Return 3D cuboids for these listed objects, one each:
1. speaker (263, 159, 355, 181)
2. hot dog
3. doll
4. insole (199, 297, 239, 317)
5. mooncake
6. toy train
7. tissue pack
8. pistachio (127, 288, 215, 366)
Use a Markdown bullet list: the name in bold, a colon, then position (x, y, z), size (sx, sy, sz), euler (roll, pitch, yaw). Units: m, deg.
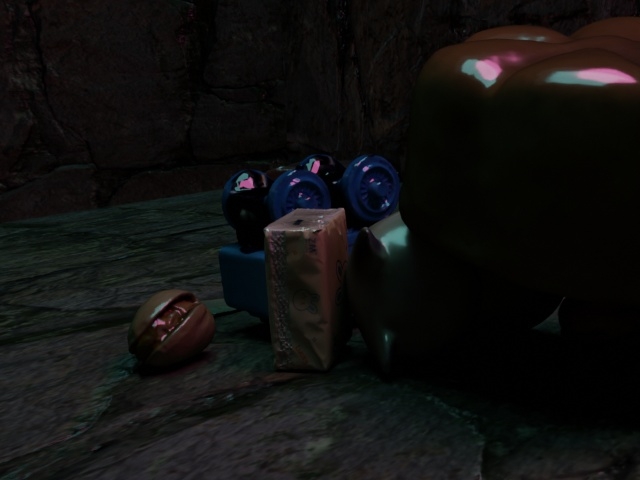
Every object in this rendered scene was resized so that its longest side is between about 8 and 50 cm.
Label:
- **speaker**: position (-0.005, -0.036, 1.720), size (0.193, 0.230, 0.153), euler (0, 10, 17)
- **hot dog**: position (0.419, 0.082, 1.110), size (0.196, 0.122, 0.272), euler (-24, -11, 39)
- **doll**: position (0.194, 0.046, 1.235), size (0.370, 0.214, 0.226), euler (-8, 11, -25)
- **insole**: position (-0.144, 0.109, 1.554), size (0.348, 0.009, 0.119), euler (-8, 10, -28)
- **mooncake**: position (0.325, -0.117, 1.041), size (0.467, 0.262, 0.467), euler (-1, 22, 0)
- **toy train**: position (0.000, 0.000, 1.398), size (0.300, 0.265, 0.188), euler (-15, 13, -36)
- **tissue pack**: position (-0.013, 0.064, 1.204), size (0.092, 0.196, 0.148), euler (2, 14, 16)
- **pistachio**: position (-0.210, 0.122, 1.227), size (0.113, 0.113, 0.149), euler (3, 18, 28)
